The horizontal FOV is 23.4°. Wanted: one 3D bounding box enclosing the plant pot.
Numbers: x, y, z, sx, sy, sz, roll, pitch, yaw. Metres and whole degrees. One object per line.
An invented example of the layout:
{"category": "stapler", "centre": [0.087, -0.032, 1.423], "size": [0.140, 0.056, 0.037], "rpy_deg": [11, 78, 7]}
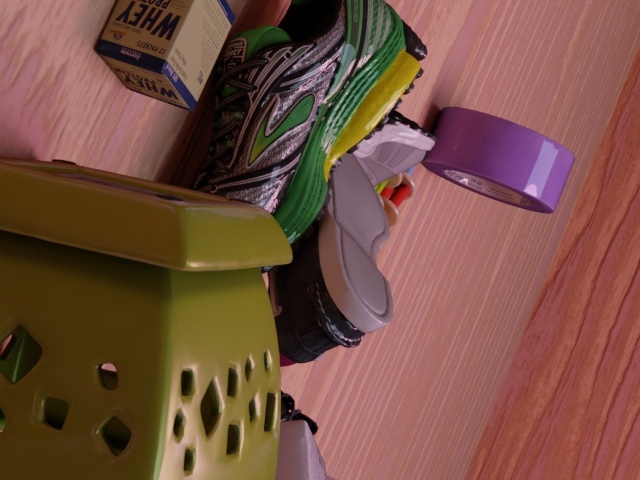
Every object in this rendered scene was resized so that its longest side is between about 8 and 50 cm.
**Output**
{"category": "plant pot", "centre": [-0.149, 0.060, 0.998], "size": [0.227, 0.228, 0.207], "rpy_deg": [-3, 104, -72]}

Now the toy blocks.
{"category": "toy blocks", "centre": [0.080, -0.073, 1.833], "size": [0.123, 0.054, 0.148], "rpy_deg": [90, 26, -50]}

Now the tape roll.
{"category": "tape roll", "centre": [0.236, -0.106, 2.051], "size": [0.189, 0.189, 0.080], "rpy_deg": [31, 79, -73]}

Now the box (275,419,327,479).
{"category": "box", "centre": [-0.086, 0.271, 1.389], "size": [0.119, 0.182, 0.181], "rpy_deg": [73, 11, -63]}

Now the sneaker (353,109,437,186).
{"category": "sneaker", "centre": [0.036, -0.094, 1.629], "size": [0.271, 0.100, 0.108], "rpy_deg": [-9, 127, -64]}

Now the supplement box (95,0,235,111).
{"category": "supplement box", "centre": [-0.113, -0.153, 1.138], "size": [0.083, 0.056, 0.083], "rpy_deg": [55, 57, -70]}

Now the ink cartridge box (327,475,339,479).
{"category": "ink cartridge box", "centre": [-0.055, 0.398, 1.882], "size": [0.154, 0.093, 0.212], "rpy_deg": [-33, 138, -62]}

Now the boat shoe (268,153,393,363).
{"category": "boat shoe", "centre": [0.000, 0.000, 1.377], "size": [0.091, 0.114, 0.302], "rpy_deg": [-32, -161, 17]}

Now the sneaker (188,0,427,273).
{"category": "sneaker", "centre": [-0.058, -0.095, 1.321], "size": [0.146, 0.134, 0.343], "rpy_deg": [47, 66, -31]}

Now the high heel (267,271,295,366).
{"category": "high heel", "centre": [-0.007, 0.033, 1.467], "size": [0.082, 0.117, 0.244], "rpy_deg": [61, 38, -17]}

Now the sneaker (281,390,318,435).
{"category": "sneaker", "centre": [-0.060, 0.147, 1.517], "size": [0.087, 0.130, 0.227], "rpy_deg": [-37, 135, -60]}
